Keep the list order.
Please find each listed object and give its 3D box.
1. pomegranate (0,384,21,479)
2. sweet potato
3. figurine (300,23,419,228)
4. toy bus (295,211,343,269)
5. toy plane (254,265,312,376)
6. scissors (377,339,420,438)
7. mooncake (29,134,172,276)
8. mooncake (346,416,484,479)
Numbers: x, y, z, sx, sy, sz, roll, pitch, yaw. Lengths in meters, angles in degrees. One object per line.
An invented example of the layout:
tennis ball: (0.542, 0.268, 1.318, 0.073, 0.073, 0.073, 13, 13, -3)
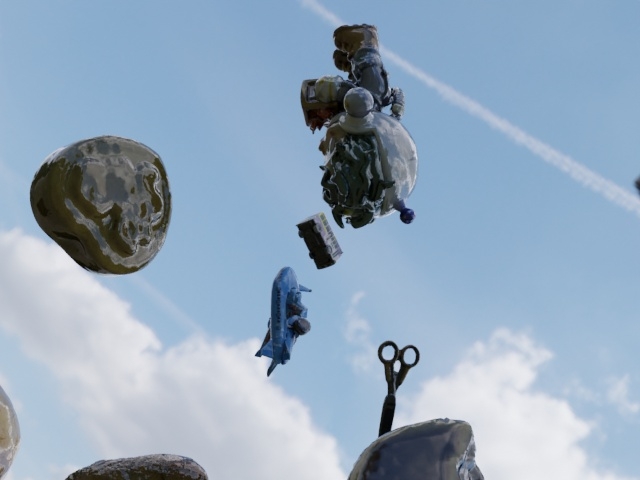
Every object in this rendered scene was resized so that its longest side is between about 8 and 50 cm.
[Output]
pomegranate: (-0.850, 0.437, 2.265, 0.338, 0.338, 0.338, 34, -32, 25)
sweet potato: (-0.381, 0.454, 1.857, 0.114, 0.341, 0.092, 80, -2, -46)
figurine: (0.063, -0.194, 1.723, 0.261, 0.186, 0.382, 65, 16, -60)
toy bus: (0.000, 0.000, 1.984, 0.052, 0.058, 0.102, -19, -78, 35)
toy plane: (-0.082, 0.182, 2.392, 0.105, 0.271, 0.254, 25, -36, -17)
scissors: (0.139, 0.310, 1.991, 0.088, 0.220, 0.017, 12, -5, -13)
mooncake: (-0.343, -0.067, 1.651, 0.117, 0.235, 0.235, -10, -63, 49)
mooncake: (0.219, 0.532, 1.837, 0.393, 0.394, 0.246, 30, -43, 14)
